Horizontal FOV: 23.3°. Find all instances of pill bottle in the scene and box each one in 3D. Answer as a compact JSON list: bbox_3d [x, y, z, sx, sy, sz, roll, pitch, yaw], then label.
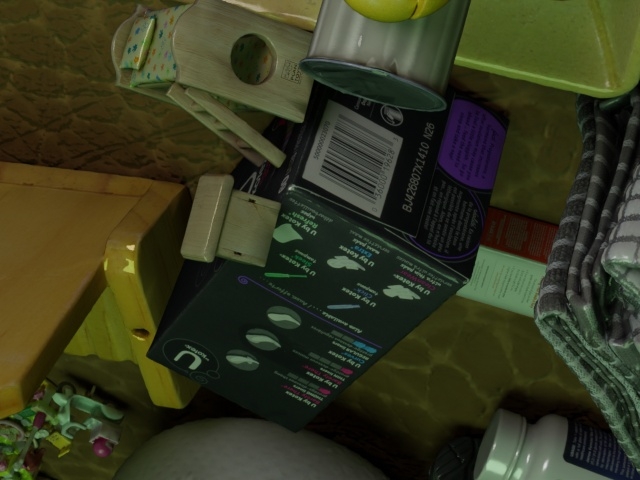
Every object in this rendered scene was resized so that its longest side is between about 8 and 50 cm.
[{"bbox_3d":[0.226,0.209,1.370,0.169,0.094,0.094,21,142,-1],"label":"pill bottle"}]

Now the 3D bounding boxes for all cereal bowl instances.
[{"bbox_3d":[-0.046,0.281,1.537,0.339,0.141,0.339,12,142,9],"label":"cereal bowl"}]

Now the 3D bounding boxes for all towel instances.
[{"bbox_3d":[0.254,0.031,1.031,0.121,0.235,0.284,-10,134,40],"label":"towel"}]

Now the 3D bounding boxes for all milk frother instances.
[{"bbox_3d":[0.078,-0.135,0.849,0.143,0.135,0.129,15,176,14],"label":"milk frother"}]

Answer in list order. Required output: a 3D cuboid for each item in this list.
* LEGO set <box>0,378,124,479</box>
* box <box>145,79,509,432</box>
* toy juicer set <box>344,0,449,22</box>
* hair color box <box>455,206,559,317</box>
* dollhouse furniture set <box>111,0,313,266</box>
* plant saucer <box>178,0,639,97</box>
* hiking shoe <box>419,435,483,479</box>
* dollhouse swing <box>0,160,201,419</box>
[{"bbox_3d":[-0.317,0.240,1.632,0.132,0.107,0.287,28,141,-11],"label":"LEGO set"},{"bbox_3d":[0.000,0.000,1.153,0.143,0.165,0.270,28,141,-12],"label":"box"},{"bbox_3d":[0.024,-0.220,0.766,0.329,0.089,0.209,15,106,9],"label":"toy juicer set"},{"bbox_3d":[0.182,0.027,1.208,0.141,0.043,0.072,17,142,5],"label":"hair color box"},{"bbox_3d":[-0.102,-0.071,1.045,0.101,0.161,0.182,17,175,-29],"label":"dollhouse furniture set"},{"bbox_3d":[0.055,-0.254,0.890,0.332,0.081,0.333,14,142,8],"label":"plant saucer"},{"bbox_3d":[0.203,0.257,1.466,0.227,0.086,0.114,27,155,-1],"label":"hiking shoe"},{"bbox_3d":[-0.302,0.098,1.293,0.347,0.305,0.315,7,140,15],"label":"dollhouse swing"}]
